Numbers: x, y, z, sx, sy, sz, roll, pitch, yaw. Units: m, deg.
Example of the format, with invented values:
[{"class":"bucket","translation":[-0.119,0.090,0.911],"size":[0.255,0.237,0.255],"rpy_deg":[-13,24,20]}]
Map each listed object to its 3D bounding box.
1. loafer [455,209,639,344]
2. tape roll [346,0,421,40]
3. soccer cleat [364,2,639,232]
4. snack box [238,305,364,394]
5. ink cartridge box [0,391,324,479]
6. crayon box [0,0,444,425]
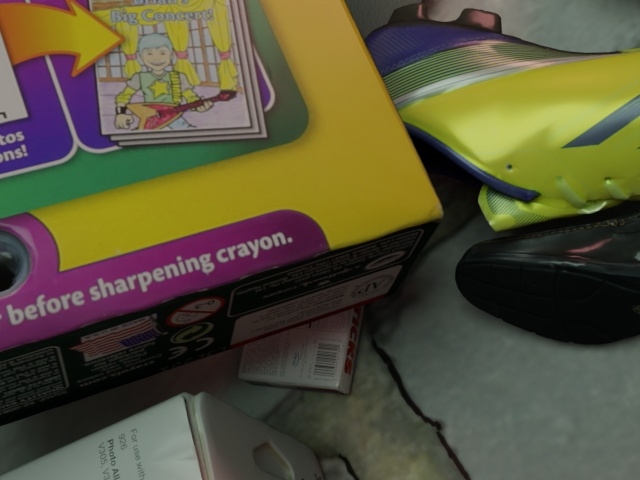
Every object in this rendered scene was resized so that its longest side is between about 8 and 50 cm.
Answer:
[{"class":"loafer","translation":[0.155,0.014,0.479],"size":[0.170,0.062,0.061],"rpy_deg":[4,48,20]},{"class":"tape roll","translation":[-0.094,-0.233,0.660],"size":[0.392,0.072,0.392],"rpy_deg":[-10,63,20]},{"class":"soccer cleat","translation":[0.139,-0.048,0.480],"size":[0.289,0.093,0.121],"rpy_deg":[11,68,26]},{"class":"snack box","translation":[0.000,0.000,0.562],"size":[0.064,0.022,0.178],"rpy_deg":[2,69,25]},{"class":"ink cartridge box","translation":[-0.109,0.166,0.460],"size":[0.212,0.154,0.093],"rpy_deg":[-26,61,10]},{"class":"crayon box","translation":[-0.175,-0.077,0.434],"size":[0.363,0.106,0.313],"rpy_deg":[-17,70,-17]}]
